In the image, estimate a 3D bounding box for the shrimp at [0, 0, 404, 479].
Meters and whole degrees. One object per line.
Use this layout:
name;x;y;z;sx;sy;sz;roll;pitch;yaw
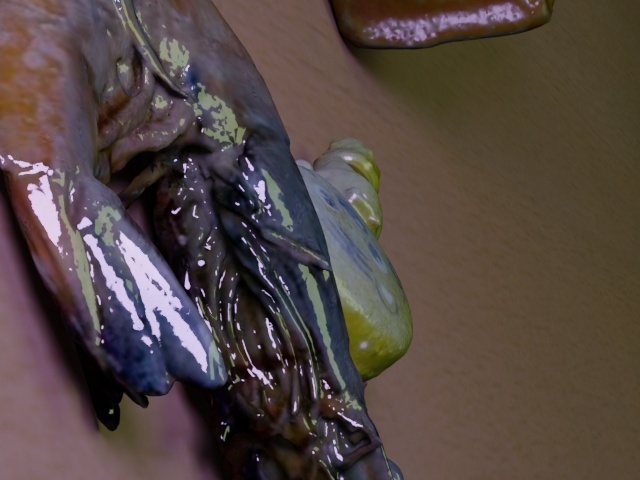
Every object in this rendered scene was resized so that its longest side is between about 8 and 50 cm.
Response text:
shrimp;-0.047;0.006;0.607;0.178;0.075;0.289;-7;82;-64

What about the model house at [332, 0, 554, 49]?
model house;0.099;-0.238;1.028;0.173;0.268;0.239;84;-1;-69

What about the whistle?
whistle;0.000;0.000;0.788;0.104;0.057;0.198;52;16;-15
